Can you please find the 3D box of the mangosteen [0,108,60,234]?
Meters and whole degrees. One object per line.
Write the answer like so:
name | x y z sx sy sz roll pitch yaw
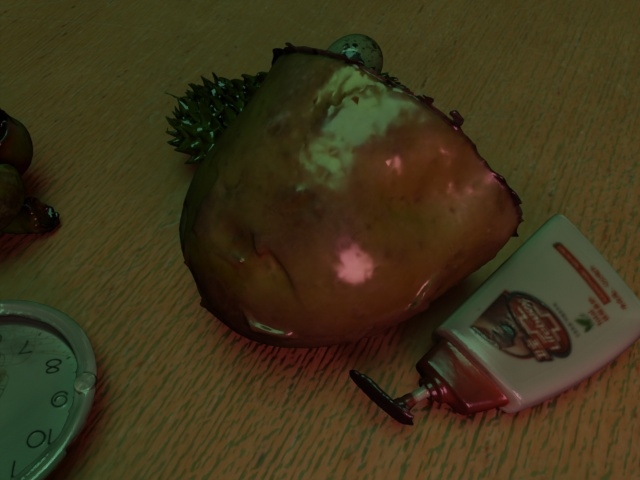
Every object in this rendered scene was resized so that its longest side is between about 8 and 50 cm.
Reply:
mangosteen | -0.499 -0.100 0.684 0.306 0.359 0.306 -24 47 28

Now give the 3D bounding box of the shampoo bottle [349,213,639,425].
shampoo bottle | 0.172 0.096 0.579 0.284 0.071 0.153 -26 67 -18

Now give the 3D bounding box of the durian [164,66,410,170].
durian | -0.029 -0.151 0.784 0.355 0.158 0.169 -3 11 -10

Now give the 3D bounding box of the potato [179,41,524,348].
potato | 0.000 0.000 0.584 0.288 0.301 0.237 16 65 51

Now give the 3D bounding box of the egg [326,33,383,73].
egg | 0.043 -0.261 0.884 0.110 0.085 0.085 -31 55 -21

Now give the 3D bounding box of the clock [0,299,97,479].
clock | -0.329 0.162 0.565 0.236 0.053 0.236 0 49 0
